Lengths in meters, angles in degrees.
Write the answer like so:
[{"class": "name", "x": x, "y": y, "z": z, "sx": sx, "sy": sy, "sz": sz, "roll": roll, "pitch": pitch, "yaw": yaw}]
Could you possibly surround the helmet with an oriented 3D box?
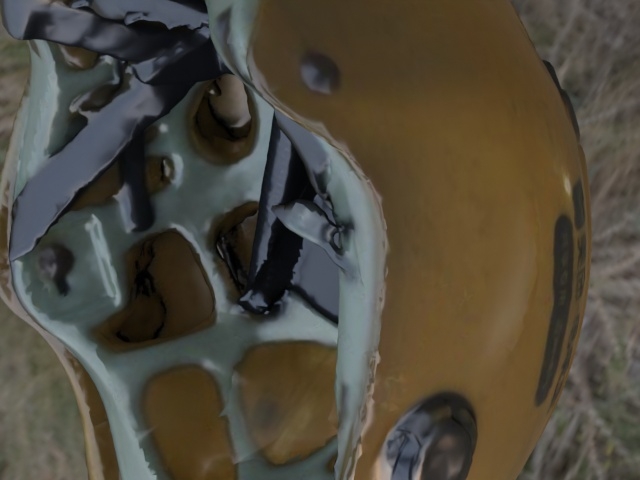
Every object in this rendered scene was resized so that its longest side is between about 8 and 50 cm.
[{"class": "helmet", "x": 0.000, "y": 0.000, "z": 0.508, "sx": 0.198, "sy": 0.130, "sz": 0.224, "roll": 27, "pitch": 128, "yaw": 53}]
